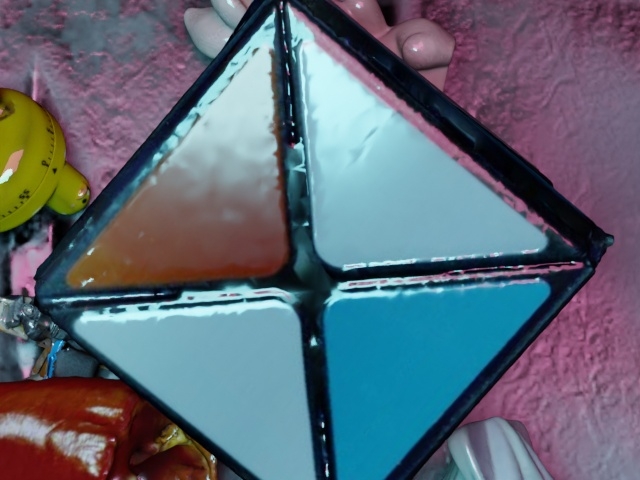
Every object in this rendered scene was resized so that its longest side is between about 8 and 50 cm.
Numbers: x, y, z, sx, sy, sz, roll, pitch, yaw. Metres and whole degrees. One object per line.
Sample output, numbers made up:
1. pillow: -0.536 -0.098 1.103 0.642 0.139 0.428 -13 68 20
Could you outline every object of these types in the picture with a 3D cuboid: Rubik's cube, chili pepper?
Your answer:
1. Rubik's cube: 0.000 0.000 0.987 0.246 0.248 0.250 39 100 -5
2. chili pepper: -0.236 0.165 1.025 0.338 0.134 0.131 -10 65 26

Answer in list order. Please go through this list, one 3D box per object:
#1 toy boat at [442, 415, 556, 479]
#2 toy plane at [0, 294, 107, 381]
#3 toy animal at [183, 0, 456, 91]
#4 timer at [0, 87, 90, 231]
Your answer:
1. toy boat: 0.140 0.262 1.026 0.100 0.199 0.290 -25 74 23
2. toy plane: -0.164 0.041 1.110 0.135 0.062 0.188 25 68 -25
3. toy animal: -0.011 -0.129 1.148 0.213 0.124 0.124 16 73 7
4. timer: -0.229 -0.054 1.129 0.107 0.109 0.107 -11 63 22
